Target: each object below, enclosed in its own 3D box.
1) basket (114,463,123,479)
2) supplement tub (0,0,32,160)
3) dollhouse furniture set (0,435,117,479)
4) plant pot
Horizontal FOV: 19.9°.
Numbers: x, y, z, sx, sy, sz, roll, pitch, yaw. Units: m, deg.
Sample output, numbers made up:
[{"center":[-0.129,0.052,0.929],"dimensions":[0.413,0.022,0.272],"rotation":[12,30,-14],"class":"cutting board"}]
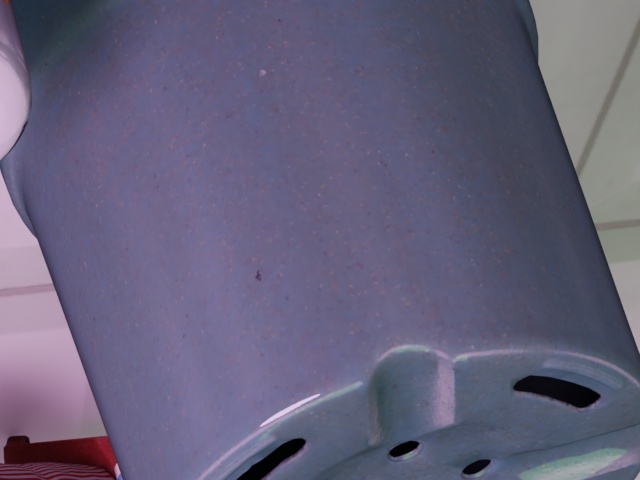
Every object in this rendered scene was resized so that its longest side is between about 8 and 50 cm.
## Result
[{"center":[-0.006,0.156,1.199],"dimensions":[0.254,0.289,0.201],"rotation":[-24,145,8],"class":"basket"},{"center":[-0.203,-0.120,0.826],"dimensions":[0.117,0.190,0.117],"rotation":[-13,145,-10],"class":"supplement tub"},{"center":[-0.328,0.223,1.269],"dimensions":[0.374,0.152,0.201],"rotation":[-9,173,27],"class":"dollhouse furniture set"},{"center":[0.000,0.000,0.960],"dimensions":[0.341,0.334,0.341],"rotation":[-13,143,-10],"class":"plant pot"}]
